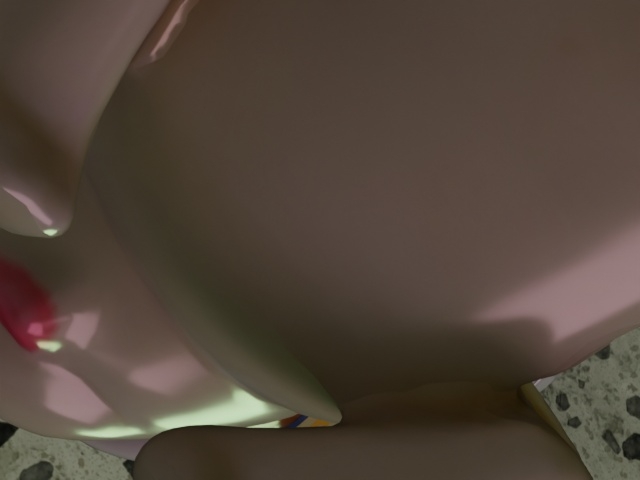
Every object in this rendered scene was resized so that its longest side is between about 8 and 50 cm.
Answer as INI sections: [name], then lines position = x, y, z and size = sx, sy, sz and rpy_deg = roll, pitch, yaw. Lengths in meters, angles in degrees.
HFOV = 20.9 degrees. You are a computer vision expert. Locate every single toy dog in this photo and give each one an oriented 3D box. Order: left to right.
[toy dog]
position = 0.018, -0.069, 0.573
size = 0.408, 0.284, 0.395
rpy_deg = -23, -152, 31

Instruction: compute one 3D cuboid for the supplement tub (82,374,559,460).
[supplement tub]
position = 0.000, 0.000, 0.921
size = 0.228, 0.228, 0.316
rpy_deg = -21, 165, 31
